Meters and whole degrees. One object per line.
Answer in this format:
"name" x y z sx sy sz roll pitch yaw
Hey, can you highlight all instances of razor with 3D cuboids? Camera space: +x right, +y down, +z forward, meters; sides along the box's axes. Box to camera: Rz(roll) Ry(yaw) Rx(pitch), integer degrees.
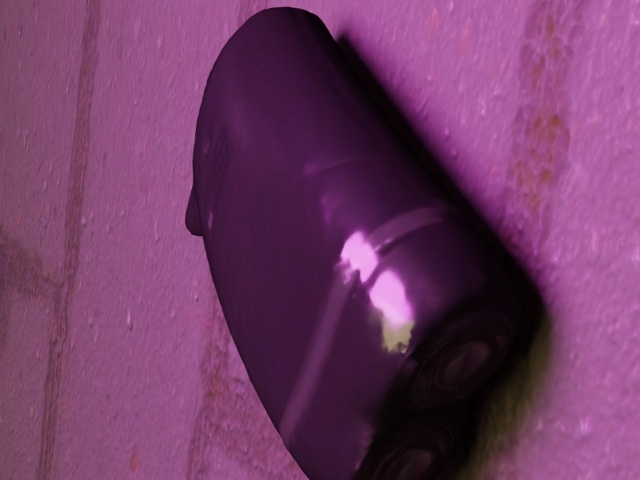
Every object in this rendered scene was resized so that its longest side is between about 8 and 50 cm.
"razor" -0.001 0.001 0.881 0.349 0.113 0.204 59 140 45
